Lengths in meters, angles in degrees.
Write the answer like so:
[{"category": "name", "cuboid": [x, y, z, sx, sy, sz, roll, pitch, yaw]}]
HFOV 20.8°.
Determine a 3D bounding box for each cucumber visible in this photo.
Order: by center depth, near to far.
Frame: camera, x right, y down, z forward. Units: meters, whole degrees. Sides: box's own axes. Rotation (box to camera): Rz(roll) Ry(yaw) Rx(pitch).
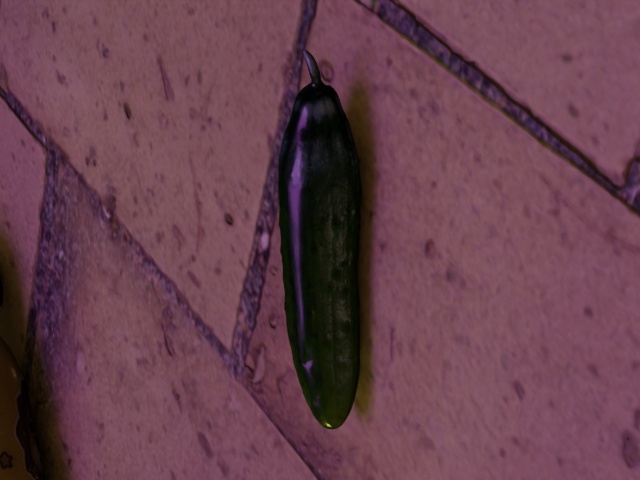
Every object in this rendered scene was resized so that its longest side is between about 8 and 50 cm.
[{"category": "cucumber", "cuboid": [0.000, 0.000, 1.124, 0.056, 0.056, 0.250, 20, 116, 55]}]

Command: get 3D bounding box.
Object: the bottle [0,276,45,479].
[{"category": "bottle", "cuboid": [-0.351, 0.162, 1.613, 0.171, 0.171, 0.351, -26, 73, 57]}]
